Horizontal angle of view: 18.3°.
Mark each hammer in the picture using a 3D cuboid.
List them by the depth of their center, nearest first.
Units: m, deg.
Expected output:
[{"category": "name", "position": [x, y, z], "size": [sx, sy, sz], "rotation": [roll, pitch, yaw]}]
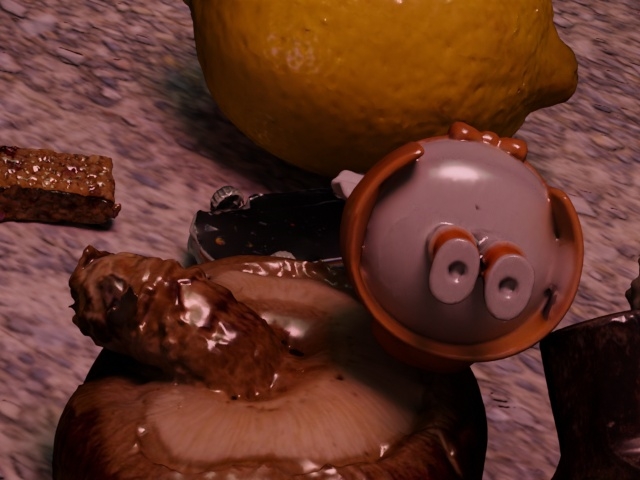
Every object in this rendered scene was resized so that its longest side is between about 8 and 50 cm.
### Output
[{"category": "hammer", "position": [0.080, 0.175, 1.058], "size": [0.408, 0.095, 0.242], "rotation": [-6, 79, -43]}]

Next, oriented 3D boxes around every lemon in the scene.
[{"category": "lemon", "position": [0.047, -0.165, 1.554], "size": [0.319, 0.245, 0.245], "rotation": [13, 34, -5]}]

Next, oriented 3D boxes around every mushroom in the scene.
[{"category": "mushroom", "position": [-0.040, 0.116, 1.189], "size": [0.278, 0.163, 0.297], "rotation": [30, 33, 5]}]

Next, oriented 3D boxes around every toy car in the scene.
[{"category": "toy car", "position": [0.000, 0.000, 1.462], "size": [0.205, 0.056, 0.095], "rotation": [-6, 39, -35]}]

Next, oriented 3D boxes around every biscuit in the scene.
[{"category": "biscuit", "position": [-0.245, -0.044, 1.449], "size": [0.199, 0.034, 0.064], "rotation": [6, 35, -15]}]

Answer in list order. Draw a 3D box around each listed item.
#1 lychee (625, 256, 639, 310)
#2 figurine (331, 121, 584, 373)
[{"category": "lychee", "position": [0.334, 0.053, 1.341], "size": [0.255, 0.274, 0.255], "rotation": [4, 56, -6]}, {"category": "figurine", "position": [0.076, -0.010, 1.183], "size": [0.143, 0.143, 0.271], "rotation": [12, 24, -5]}]
